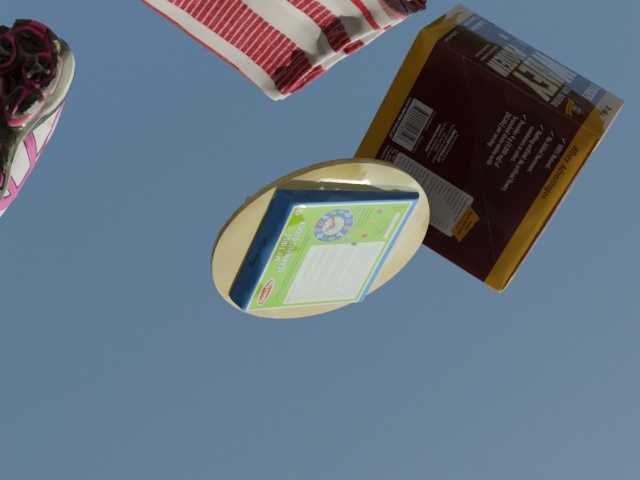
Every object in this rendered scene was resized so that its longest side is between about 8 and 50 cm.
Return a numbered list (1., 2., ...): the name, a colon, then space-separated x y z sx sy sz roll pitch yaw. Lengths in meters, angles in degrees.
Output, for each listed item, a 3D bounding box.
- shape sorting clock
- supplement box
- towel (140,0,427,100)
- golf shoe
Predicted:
1. shape sorting clock: 0.000 0.000 1.133 0.206 0.206 0.040 -24 -125 -4
2. supplement box: 0.158 -0.093 1.236 0.194 0.191 0.129 33 -150 9
3. towel: -0.057 -0.270 1.351 0.237 0.329 0.037 35 -118 -19
4. golf shoe: -0.221 -0.056 0.853 0.067 0.086 0.186 32 -94 9
